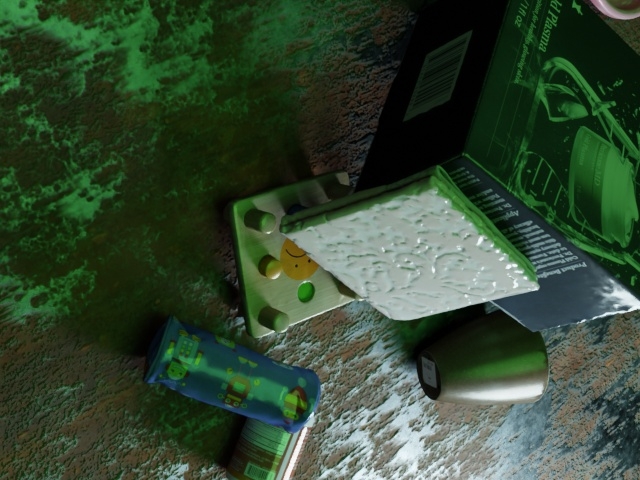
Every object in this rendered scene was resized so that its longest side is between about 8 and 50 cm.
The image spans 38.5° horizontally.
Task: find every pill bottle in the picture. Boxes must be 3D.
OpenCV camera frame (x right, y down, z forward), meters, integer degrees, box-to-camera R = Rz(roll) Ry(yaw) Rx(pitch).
[{"bbox_3d":[-0.084,0.357,1.700,0.121,0.121,0.216,24,86,-40],"label":"pill bottle"}]

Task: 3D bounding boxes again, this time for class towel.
[{"bbox_3d":[0.149,0.018,1.524,0.332,0.317,0.053,40,47,-36],"label":"towel"}]

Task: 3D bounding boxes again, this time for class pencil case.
[{"bbox_3d":[-0.149,0.229,1.561,0.306,0.133,0.119,23,100,-16],"label":"pencil case"}]

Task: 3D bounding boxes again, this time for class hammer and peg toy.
[{"bbox_3d":[0.000,0.000,1.670,0.361,0.127,0.266,-20,111,-33],"label":"hammer and peg toy"}]

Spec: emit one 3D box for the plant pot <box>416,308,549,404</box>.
[{"bbox_3d":[0.332,0.266,1.971,0.230,0.215,0.215,-9,108,-21],"label":"plant pot"}]

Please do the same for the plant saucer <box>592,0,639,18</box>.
[{"bbox_3d":[0.672,-0.666,2.051,0.332,0.084,0.332,-11,109,-35],"label":"plant saucer"}]

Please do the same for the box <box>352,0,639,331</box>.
[{"bbox_3d":[0.375,-0.167,1.661,0.472,0.297,0.480,35,59,-25],"label":"box"}]
